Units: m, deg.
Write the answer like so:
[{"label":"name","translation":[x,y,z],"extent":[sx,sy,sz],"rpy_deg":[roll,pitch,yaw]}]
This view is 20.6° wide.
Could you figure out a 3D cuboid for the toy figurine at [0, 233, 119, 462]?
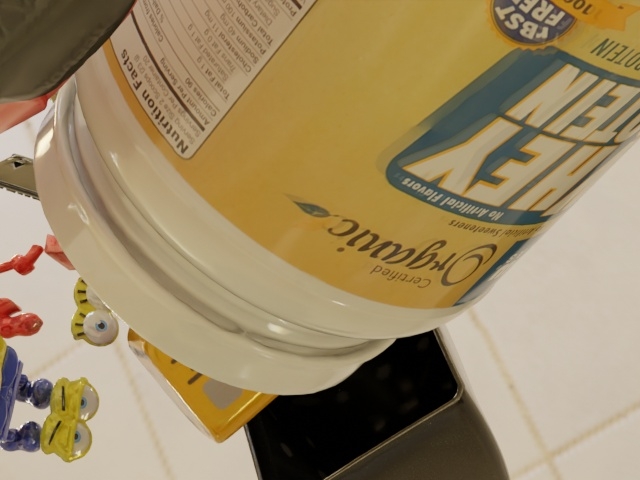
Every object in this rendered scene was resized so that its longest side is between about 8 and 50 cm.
[{"label":"toy figurine","translation":[-0.316,0.135,1.384],"extent":[0.191,0.217,0.363],"rpy_deg":[2,68,26]}]

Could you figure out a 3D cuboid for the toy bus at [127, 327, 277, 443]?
[{"label":"toy bus","translation":[0.000,0.000,1.382],"extent":[0.332,0.108,0.130],"rpy_deg":[-41,98,-11]}]

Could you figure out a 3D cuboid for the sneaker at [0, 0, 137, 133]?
[{"label":"sneaker","translation":[-0.129,-0.062,0.458],"extent":[0.314,0.136,0.116],"rpy_deg":[-17,91,44]}]

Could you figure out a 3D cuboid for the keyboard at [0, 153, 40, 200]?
[{"label":"keyboard","translation":[-0.274,-0.057,1.925],"extent":[0.180,0.108,0.023],"rpy_deg":[18,116,19]}]

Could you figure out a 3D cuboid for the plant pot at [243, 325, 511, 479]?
[{"label":"plant pot","translation":[0.057,0.158,1.496],"extent":[0.188,0.167,0.187],"rpy_deg":[-34,40,11]}]

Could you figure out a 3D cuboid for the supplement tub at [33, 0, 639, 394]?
[{"label":"supplement tub","translation":[0.023,-0.065,0.478],"extent":[0.200,0.144,0.144],"rpy_deg":[-48,60,33]}]

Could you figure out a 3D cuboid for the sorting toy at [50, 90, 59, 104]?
[{"label":"sorting toy","translation":[-0.147,-0.123,1.178],"extent":[0.307,0.229,0.041],"rpy_deg":[-4,56,19]}]
